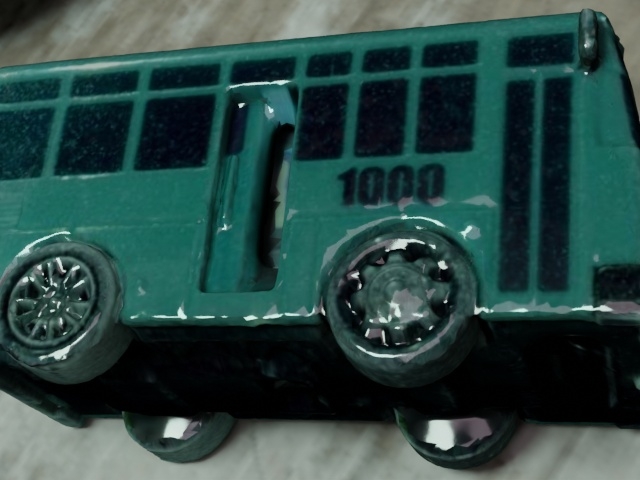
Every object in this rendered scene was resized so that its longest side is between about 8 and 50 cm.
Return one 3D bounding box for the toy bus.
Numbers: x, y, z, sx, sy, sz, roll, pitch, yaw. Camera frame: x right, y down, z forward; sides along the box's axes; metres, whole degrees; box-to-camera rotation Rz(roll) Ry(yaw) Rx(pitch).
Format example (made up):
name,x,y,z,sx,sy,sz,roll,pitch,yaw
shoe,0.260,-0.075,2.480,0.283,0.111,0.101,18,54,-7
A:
name,x,y,z,sx,sy,sz,roll,pitch,yaw
toy bus,0.000,0.000,0.419,0.255,0.128,0.147,-3,64,17
